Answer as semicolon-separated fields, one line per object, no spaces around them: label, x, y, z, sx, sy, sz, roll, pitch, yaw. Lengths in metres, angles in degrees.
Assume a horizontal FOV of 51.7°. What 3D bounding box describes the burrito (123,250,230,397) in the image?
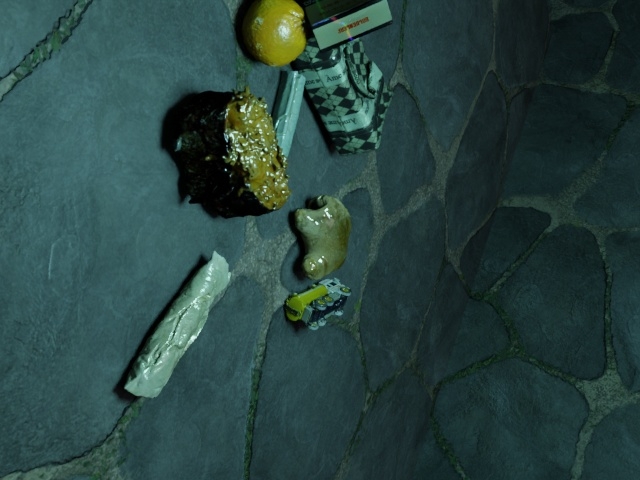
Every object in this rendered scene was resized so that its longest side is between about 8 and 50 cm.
burrito;-0.328;0.203;1.570;0.392;0.076;0.117;-61;144;-29

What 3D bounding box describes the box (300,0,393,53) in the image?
box;0.051;-0.622;1.715;0.310;0.198;0.084;-104;170;-47

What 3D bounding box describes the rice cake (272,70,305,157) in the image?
rice cake;-0.109;-0.299;1.802;0.063;0.066;0.336;18;81;-49

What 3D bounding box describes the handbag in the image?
handbag;0.081;-0.509;1.969;0.416;0.180;0.316;59;41;-40

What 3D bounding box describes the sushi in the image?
sushi;-0.204;-0.183;1.555;0.234;0.208;0.348;-67;149;-33

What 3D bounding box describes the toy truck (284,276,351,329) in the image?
toy truck;-0.005;0.189;2.043;0.227;0.114;0.097;-21;137;-54

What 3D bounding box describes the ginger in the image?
ginger;0.000;0.000;1.994;0.221;0.130;0.275;-54;134;-22

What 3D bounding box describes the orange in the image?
orange;-0.111;-0.527;1.664;0.178;0.155;0.177;-23;124;-40
